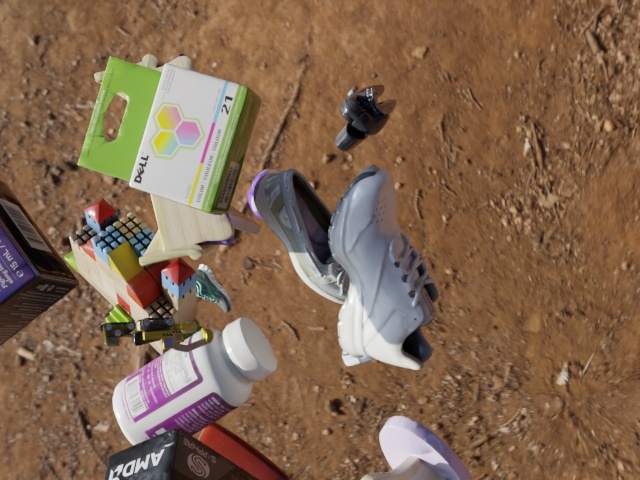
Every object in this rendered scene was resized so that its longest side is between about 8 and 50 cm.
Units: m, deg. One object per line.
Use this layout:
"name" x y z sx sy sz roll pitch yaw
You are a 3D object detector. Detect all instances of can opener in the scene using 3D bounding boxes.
"can opener" 0.059 -0.168 0.874 0.073 0.186 0.059 -30 102 27

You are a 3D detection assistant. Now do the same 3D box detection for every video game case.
"video game case" -0.338 -0.123 1.915 0.299 0.329 0.036 34 93 16

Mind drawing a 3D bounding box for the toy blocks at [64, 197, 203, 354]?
"toy blocks" -0.387 0.059 1.439 0.381 0.261 0.190 40 58 17

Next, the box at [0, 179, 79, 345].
"box" -0.393 0.046 0.733 0.207 0.108 0.153 -39 82 -3

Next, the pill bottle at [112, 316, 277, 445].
"pill bottle" -0.243 0.279 1.381 0.301 0.169 0.169 -32 69 9

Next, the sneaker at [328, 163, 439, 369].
"sneaker" 0.091 0.040 0.888 0.129 0.297 0.111 18 43 33

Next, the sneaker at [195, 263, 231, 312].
"sneaker" -0.331 0.155 2.081 0.076 0.065 0.167 -36 85 -29

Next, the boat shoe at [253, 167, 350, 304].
"boat shoe" 0.001 -0.003 1.339 0.103 0.320 0.118 -11 32 47

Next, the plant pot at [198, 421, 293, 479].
"plant pot" -0.191 0.629 1.671 0.235 0.267 0.268 17 64 22

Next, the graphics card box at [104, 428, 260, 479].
"graphics card box" -0.091 0.367 0.550 0.094 0.233 0.371 -26 40 23

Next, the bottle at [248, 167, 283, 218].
"bottle" -0.126 -0.111 1.730 0.092 0.283 0.118 5 101 -1

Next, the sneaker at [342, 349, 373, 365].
"sneaker" 0.082 0.172 1.276 0.094 0.258 0.091 -17 80 -10

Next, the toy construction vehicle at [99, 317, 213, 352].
"toy construction vehicle" -0.171 0.101 0.728 0.085 0.098 0.035 -18 72 57

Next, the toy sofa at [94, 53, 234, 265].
"toy sofa" -0.265 -0.144 1.272 0.177 0.150 0.363 -14 93 2

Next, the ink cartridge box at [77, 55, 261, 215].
"ink cartridge box" -0.240 -0.163 1.037 0.255 0.097 0.189 17 92 7

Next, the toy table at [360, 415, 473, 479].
"toy table" 0.172 0.475 1.288 0.252 0.274 0.161 -15 27 51
